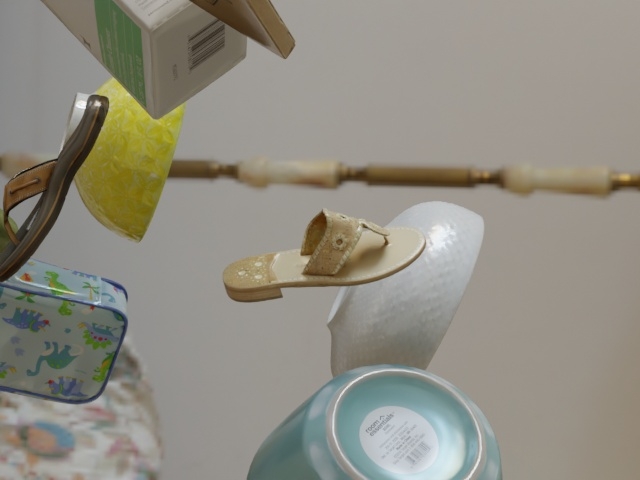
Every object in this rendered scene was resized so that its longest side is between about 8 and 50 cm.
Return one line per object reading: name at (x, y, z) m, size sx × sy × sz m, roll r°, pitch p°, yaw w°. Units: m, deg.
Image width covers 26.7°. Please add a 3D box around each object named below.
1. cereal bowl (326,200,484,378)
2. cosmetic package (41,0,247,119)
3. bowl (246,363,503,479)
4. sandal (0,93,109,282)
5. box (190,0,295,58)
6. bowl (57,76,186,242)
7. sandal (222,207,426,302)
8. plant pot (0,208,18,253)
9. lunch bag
cereal bowl at (0.105, 0.086, 1.991) m, size 0.339 × 0.141 × 0.339 m, roll -63°, pitch -178°, yaw 5°
cosmetic package at (-0.254, -0.346, 1.581) m, size 0.155 × 0.365 × 0.197 m, roll -39°, pitch 161°, yaw -20°
bowl at (0.081, 0.262, 1.519) m, size 0.163 × 0.311 × 0.311 m, roll 107°, pitch 2°, yaw -45°
sandal at (-0.289, -0.060, 1.387) m, size 0.219 × 0.060 × 0.090 m, roll -61°, pitch -164°, yaw 4°
box at (-0.110, -0.227, 1.075) m, size 0.021 × 0.164 × 0.201 m, roll -55°, pitch 162°, yaw -4°
bowl at (-0.318, -0.154, 2.091) m, size 0.289 × 0.156 × 0.289 m, roll -164°, pitch -90°, yaw -76°
sandal at (0.001, 0.004, 1.536) m, size 0.088 × 0.240 × 0.079 m, roll -105°, pitch -178°, yaw -52°
plant pot at (-0.363, -0.012, 1.437) m, size 0.079 × 0.083 × 0.083 m, roll 38°, pitch 56°, yaw -66°
lunch bag at (-0.365, 0.115, 1.709) m, size 0.090 × 0.219 × 0.176 m, roll -106°, pitch -146°, yaw -58°
